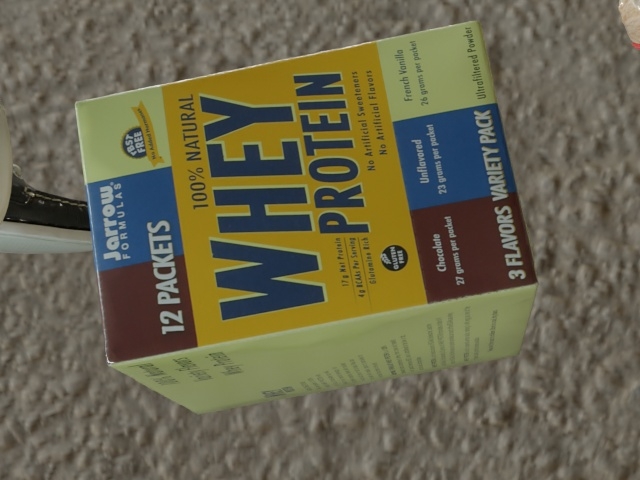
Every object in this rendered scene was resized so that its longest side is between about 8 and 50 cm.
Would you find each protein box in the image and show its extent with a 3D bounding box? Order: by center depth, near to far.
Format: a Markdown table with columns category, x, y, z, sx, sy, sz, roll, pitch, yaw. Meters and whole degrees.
| category | x | y | z | sx | sy | sz | roll | pitch | yaw |
| --- | --- | --- | --- | --- | --- | --- | --- | --- | --- |
| protein box | 0.000 | 0.000 | 0.662 | 0.201 | 0.200 | 0.135 | -11 | 74 | 4 |

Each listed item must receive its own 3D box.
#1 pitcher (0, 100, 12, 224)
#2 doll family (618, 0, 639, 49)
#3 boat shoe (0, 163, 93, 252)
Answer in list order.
| category | x | y | z | sx | sy | sz | roll | pitch | yaw |
| --- | --- | --- | --- | --- | --- | --- | --- | --- | --- |
| pitcher | -0.283 | -0.039 | 0.638 | 0.207 | 0.125 | 0.178 | -1 | 7 | 4 |
| doll family | 0.220 | -0.160 | 0.547 | 0.118 | 0.163 | 0.263 | 30 | 62 | -25 |
| boat shoe | -0.308 | -0.040 | 1.045 | 0.303 | 0.114 | 0.091 | 6 | 77 | -36 |
